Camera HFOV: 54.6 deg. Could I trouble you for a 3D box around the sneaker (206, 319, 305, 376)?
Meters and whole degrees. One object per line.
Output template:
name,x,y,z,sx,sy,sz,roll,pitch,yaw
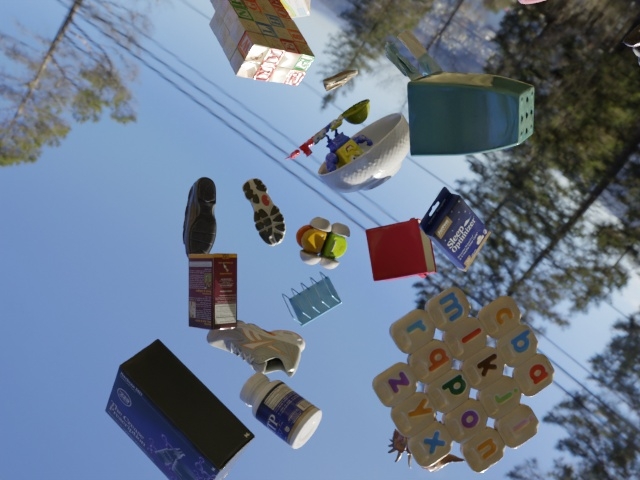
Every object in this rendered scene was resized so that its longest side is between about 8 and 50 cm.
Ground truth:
sneaker,-0.177,0.291,1.635,0.263,0.099,0.121,8,-131,2

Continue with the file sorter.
file sorter,-0.035,0.203,2.202,0.118,0.170,0.104,62,-172,29

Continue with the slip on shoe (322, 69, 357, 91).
slip on shoe,0.072,-0.566,2.189,0.051,0.135,0.041,33,145,54

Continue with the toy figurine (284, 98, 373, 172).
toy figurine,0.083,-0.306,2.124,0.217,0.191,0.362,53,-127,-8

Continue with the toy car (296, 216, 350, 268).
toy car,0.000,0.000,2.084,0.182,0.159,0.136,15,-170,-33

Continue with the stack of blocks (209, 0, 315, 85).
stack of blocks,-0.157,-0.495,1.405,0.171,0.087,0.297,-3,-125,-41

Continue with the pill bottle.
pill bottle,-0.101,0.405,1.502,0.187,0.111,0.112,31,-167,25

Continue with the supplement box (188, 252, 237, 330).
supplement box,-0.270,0.126,1.556,0.104,0.188,0.081,-2,177,43

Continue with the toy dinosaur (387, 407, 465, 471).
toy dinosaur,0.293,0.592,1.782,0.295,0.127,0.200,49,-151,-16

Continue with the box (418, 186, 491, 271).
box,0.365,-0.029,1.674,0.225,0.136,0.037,40,170,-35

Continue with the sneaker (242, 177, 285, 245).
sneaker,-0.124,-0.066,1.438,0.071,0.068,0.169,66,-177,-73

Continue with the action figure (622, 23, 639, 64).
action figure,0.487,-0.163,0.780,0.285,0.099,0.185,48,178,-35

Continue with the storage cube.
storage cube,0.285,0.036,2.173,0.184,0.193,0.214,8,-109,-69

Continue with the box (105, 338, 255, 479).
box,-0.271,0.343,1.165,0.261,0.184,0.103,41,-139,12

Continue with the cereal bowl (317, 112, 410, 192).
cereal bowl,0.164,-0.267,2.048,0.141,0.339,0.339,52,-169,-18

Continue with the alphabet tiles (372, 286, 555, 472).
alphabet tiles,0.235,0.226,1.011,0.284,0.278,0.021,59,170,-2

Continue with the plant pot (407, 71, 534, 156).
plant pot,0.334,-0.276,1.351,0.234,0.165,0.166,9,-154,32

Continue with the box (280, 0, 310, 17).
box,-0.086,-0.697,1.613,0.103,0.203,0.114,-2,165,13

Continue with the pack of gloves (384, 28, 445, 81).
pack of gloves,0.288,-0.518,1.882,0.232,0.046,0.195,49,-133,-1

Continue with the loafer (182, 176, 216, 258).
loafer,-0.425,-0.069,2.158,0.109,0.302,0.095,15,162,-38

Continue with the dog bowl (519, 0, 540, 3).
dog bowl,0.719,-0.812,1.763,0.408,0.408,0.150,-39,-68,-73
